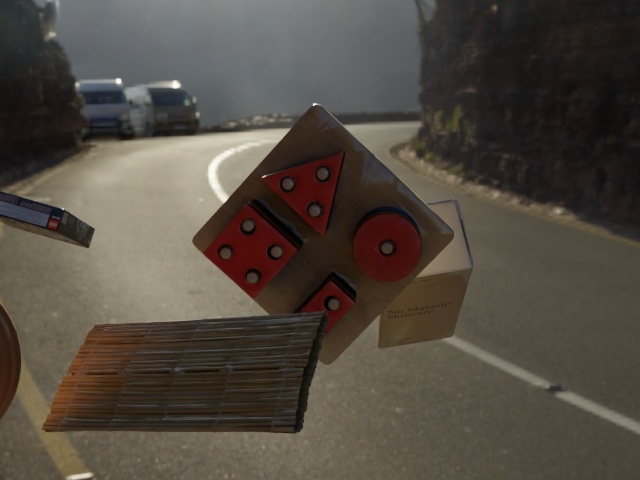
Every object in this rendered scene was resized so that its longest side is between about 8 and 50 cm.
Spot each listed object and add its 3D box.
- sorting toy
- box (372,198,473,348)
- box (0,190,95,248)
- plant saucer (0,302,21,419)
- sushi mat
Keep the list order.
[{"bbox_3d":[0.000,0.000,1.087,0.257,0.255,0.089,43,10,-3],"label":"sorting toy"},{"bbox_3d":[0.156,0.064,1.374,0.147,0.121,0.311,-9,-26,-1],"label":"box"},{"bbox_3d":[-0.522,-0.040,1.522,0.159,0.044,0.233,15,-8,0],"label":"box"},{"bbox_3d":[-0.412,0.126,0.848,0.199,0.200,0.037,-1,4,-2],"label":"plant saucer"},{"bbox_3d":[-0.148,0.142,0.890,0.316,0.019,0.151,-6,45,25],"label":"sushi mat"}]
